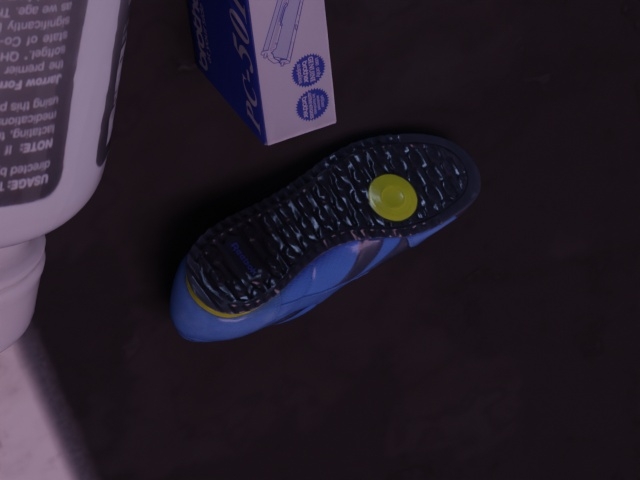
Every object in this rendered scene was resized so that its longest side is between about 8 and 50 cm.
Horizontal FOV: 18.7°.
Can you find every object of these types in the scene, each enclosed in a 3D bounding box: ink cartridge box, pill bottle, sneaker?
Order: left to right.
[{"bbox_3d":[-0.178,-0.104,0.906,0.176,0.176,0.318,-4,123,-28],"label":"pill bottle"},{"bbox_3d":[-0.039,-0.162,1.000,0.046,0.097,0.207,-20,130,-17],"label":"ink cartridge box"},{"bbox_3d":[0.000,0.000,1.170,0.209,0.069,0.082,-27,165,-23],"label":"sneaker"}]
